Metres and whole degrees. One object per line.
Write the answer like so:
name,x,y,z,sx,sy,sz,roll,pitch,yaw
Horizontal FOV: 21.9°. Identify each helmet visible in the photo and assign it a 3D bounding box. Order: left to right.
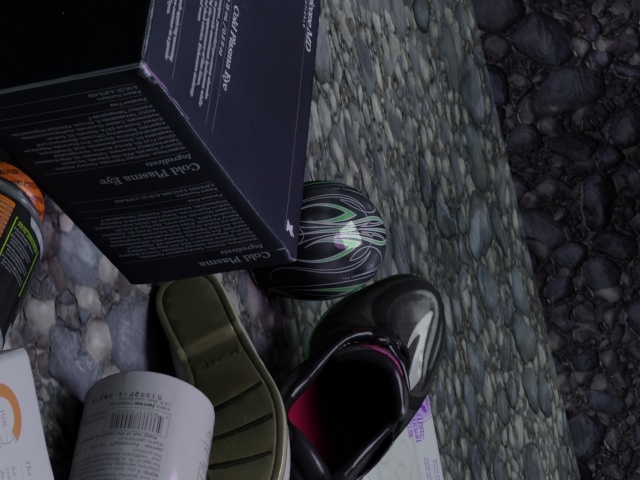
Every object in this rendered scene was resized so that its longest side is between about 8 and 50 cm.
helmet,0.000,0.000,2.108,0.169,0.162,0.169,-9,90,-70

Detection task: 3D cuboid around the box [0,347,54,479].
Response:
box,-0.334,0.211,1.118,0.345,0.168,0.215,-13,93,-69

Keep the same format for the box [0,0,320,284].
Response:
box,-0.145,-0.186,1.507,0.312,0.179,0.343,53,35,-50

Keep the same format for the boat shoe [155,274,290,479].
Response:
boat shoe,-0.094,0.173,1.776,0.103,0.113,0.302,68,4,-55

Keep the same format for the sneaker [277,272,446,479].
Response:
sneaker,0.051,0.185,1.967,0.185,0.202,0.483,52,39,-8

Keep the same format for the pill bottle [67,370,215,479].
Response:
pill bottle,-0.178,0.251,1.570,0.131,0.131,0.229,58,30,-46

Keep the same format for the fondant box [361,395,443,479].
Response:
fondant box,0.073,0.308,2.272,0.330,0.096,0.238,-19,99,-70

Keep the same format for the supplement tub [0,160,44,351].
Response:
supplement tub,-0.298,0.026,1.368,0.190,0.117,0.117,-75,149,-47
